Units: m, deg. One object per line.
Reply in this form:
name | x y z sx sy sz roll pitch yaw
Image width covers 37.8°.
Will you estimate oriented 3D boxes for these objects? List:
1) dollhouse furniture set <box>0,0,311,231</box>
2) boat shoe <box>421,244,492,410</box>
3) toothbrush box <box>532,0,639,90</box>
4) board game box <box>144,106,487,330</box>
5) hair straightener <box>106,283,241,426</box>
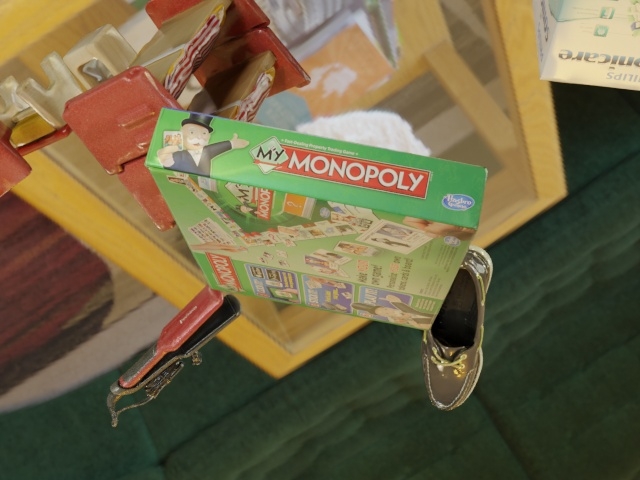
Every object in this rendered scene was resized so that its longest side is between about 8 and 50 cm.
dollhouse furniture set | -0.218 -0.111 0.958 0.374 0.201 0.152 -16 125 36
boat shoe | 0.167 0.120 1.190 0.069 0.081 0.227 -38 136 -64
toothbrush box | 0.288 -0.320 0.864 0.126 0.216 0.295 7 136 1
board game box | 0.000 0.000 0.731 0.214 0.046 0.317 12 164 4
hair straightener | -0.183 0.155 1.189 0.230 0.047 0.089 -48 139 6
